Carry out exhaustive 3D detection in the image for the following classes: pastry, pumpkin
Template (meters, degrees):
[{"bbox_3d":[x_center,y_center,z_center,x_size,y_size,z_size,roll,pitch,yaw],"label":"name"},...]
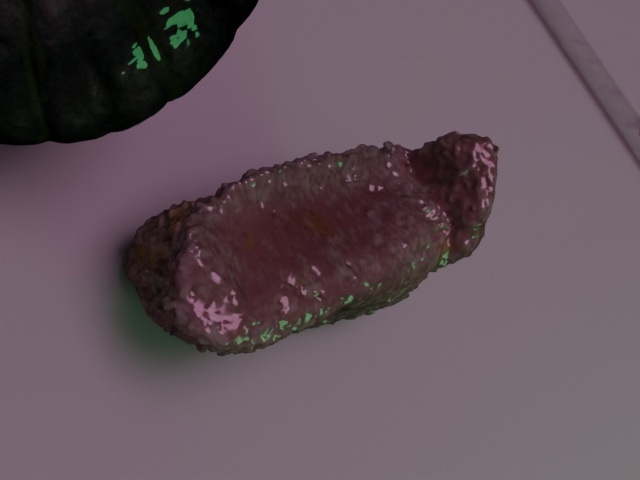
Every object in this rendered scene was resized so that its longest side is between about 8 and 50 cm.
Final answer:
[{"bbox_3d":[-0.006,0.003,0.810,0.265,0.112,0.102,-15,84,-39],"label":"pastry"},{"bbox_3d":[-0.143,-0.167,0.671,0.250,0.216,0.249,4,71,-12],"label":"pumpkin"}]
